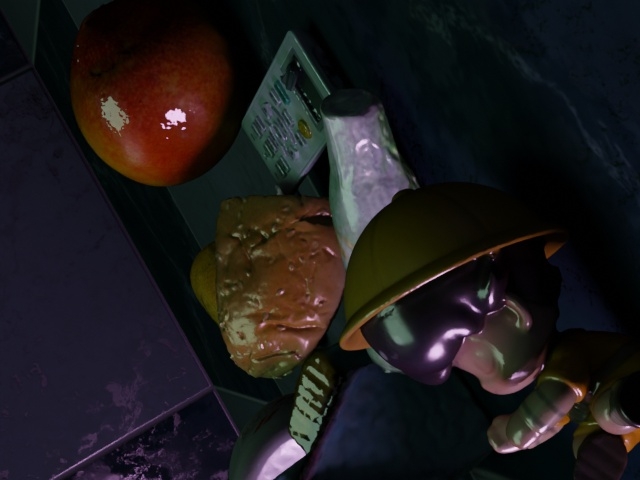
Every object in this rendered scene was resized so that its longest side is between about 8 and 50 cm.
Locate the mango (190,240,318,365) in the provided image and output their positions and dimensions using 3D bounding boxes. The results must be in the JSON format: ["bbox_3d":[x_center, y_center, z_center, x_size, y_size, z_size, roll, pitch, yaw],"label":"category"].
[{"bbox_3d":[-0.108,0.108,1.997,0.295,0.120,0.177,46,163,44],"label":"mango"}]

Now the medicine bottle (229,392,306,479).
[{"bbox_3d":[-0.013,0.343,1.876,0.245,0.245,0.306,61,175,-4],"label":"medicine bottle"}]

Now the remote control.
[{"bbox_3d":[-0.025,-0.130,1.366,0.103,0.051,0.293,58,163,6],"label":"remote control"}]

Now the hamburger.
[{"bbox_3d":[-0.043,0.050,1.425,0.135,0.208,0.155,20,168,-38],"label":"hamburger"}]

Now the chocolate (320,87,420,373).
[{"bbox_3d":[0.060,-0.009,1.215,0.110,0.110,0.291,42,156,52],"label":"chocolate"}]

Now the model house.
[{"bbox_3d":[0.031,0.231,1.484,0.230,0.248,0.280,57,166,16],"label":"model house"}]

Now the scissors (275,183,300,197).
[{"bbox_3d":[0.000,0.000,1.622,0.189,0.015,0.100,48,163,35],"label":"scissors"}]

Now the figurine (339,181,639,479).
[{"bbox_3d":[0.139,0.062,0.949,0.256,0.167,0.192,33,156,10],"label":"figurine"}]

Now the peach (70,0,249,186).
[{"bbox_3d":[-0.194,-0.185,1.536,0.231,0.231,0.231,55,165,22],"label":"peach"}]
